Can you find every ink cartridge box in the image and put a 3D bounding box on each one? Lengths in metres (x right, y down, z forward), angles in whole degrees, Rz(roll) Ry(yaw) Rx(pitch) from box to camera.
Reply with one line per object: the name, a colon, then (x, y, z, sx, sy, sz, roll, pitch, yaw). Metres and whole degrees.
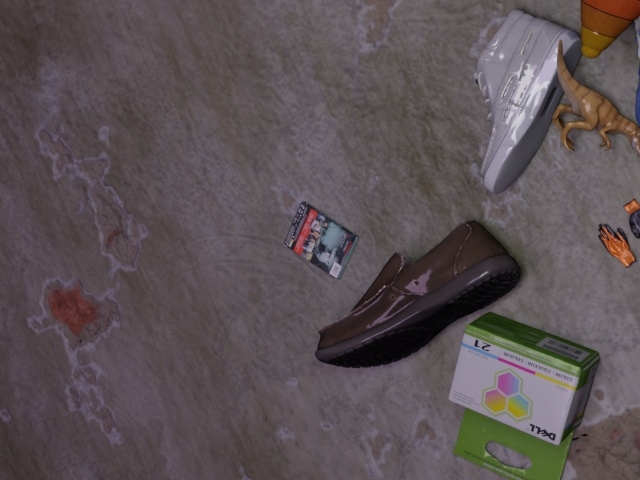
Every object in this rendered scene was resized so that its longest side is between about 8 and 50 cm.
ink cartridge box: (0.295, 0.264, 1.667, 0.189, 0.097, 0.255, 20, 109, 26)

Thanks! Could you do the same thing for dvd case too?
dvd case: (0.000, 0.000, 1.838, 0.119, 0.013, 0.087, 33, 115, 22)

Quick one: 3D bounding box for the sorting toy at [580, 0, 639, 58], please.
sorting toy: (0.294, -0.354, 1.473, 0.365, 0.127, 0.126, 40, 121, 39)

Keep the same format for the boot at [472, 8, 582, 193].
boot: (0.274, -0.206, 1.596, 0.123, 0.095, 0.258, 34, 107, 28)

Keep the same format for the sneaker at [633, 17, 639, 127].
sneaker: (0.471, -0.291, 1.459, 0.131, 0.112, 0.296, 39, 126, 47)

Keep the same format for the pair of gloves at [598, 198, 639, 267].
pair of gloves: (0.446, -0.010, 1.571, 0.083, 0.010, 0.074, -43, 76, 27)

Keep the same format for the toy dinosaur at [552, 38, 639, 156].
toy dinosaur: (0.373, -0.191, 1.537, 0.211, 0.064, 0.112, 38, 126, -14)

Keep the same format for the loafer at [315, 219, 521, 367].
loafer: (0.142, 0.088, 1.721, 0.366, 0.134, 0.130, -31, 60, 22)
